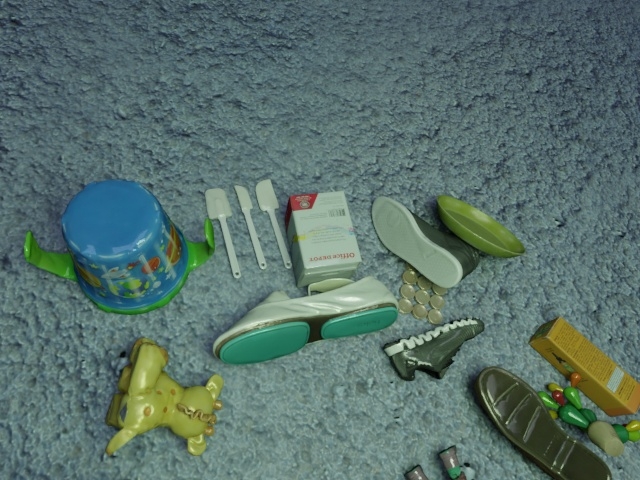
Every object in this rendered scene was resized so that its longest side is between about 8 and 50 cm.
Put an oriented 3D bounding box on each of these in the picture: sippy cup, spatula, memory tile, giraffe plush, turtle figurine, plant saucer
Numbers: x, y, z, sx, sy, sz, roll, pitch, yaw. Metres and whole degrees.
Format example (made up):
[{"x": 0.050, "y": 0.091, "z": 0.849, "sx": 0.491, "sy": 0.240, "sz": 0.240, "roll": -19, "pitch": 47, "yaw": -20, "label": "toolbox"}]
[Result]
[{"x": -0.382, "y": 0.003, "z": 0.875, "sx": 0.305, "sy": 0.224, "sz": 0.240, "roll": -40, "pitch": 77, "yaw": -24, "label": "sippy cup"}, {"x": -0.167, "y": -0.030, "z": 1.050, "sx": 0.168, "sy": 0.019, "sz": 0.242, "roll": -10, "pitch": 68, "yaw": -21, "label": "spatula"}, {"x": 0.242, "y": 0.117, "z": 1.056, "sx": 0.113, "sy": 0.012, "sz": 0.148, "roll": 18, "pitch": 63, "yaw": -1, "label": "memory tile"}, {"x": -0.268, "y": 0.288, "z": 0.803, "sx": 0.170, "sy": 0.210, "sz": 0.182, "roll": 23, "pitch": 93, "yaw": -25, "label": "giraffe plush"}, {"x": 0.263, "y": 0.515, "z": 0.818, "sx": 0.175, "sy": 0.118, "sz": 0.234, "roll": -20, "pitch": 64, "yaw": -19, "label": "turtle figurine"}, {"x": 0.376, "y": -0.028, "z": 1.078, "sx": 0.240, "sy": 0.037, "sz": 0.241, "roll": 23, "pitch": 26, "yaw": -12, "label": "plant saucer"}]

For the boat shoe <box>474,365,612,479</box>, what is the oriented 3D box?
[{"x": 0.425, "y": 0.390, "z": 0.913, "sx": 0.110, "sy": 0.104, "sz": 0.307, "roll": -39, "pitch": 78, "yaw": -15, "label": "boat shoe"}]

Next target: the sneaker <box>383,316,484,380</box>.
[{"x": 0.258, "y": 0.240, "z": 0.968, "sx": 0.234, "sy": 0.078, "sz": 0.106, "roll": -15, "pitch": 71, "yaw": -13, "label": "sneaker"}]

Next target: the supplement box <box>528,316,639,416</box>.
[{"x": 0.596, "y": 0.282, "z": 1.008, "sx": 0.233, "sy": 0.078, "sz": 0.080, "roll": 42, "pitch": 64, "yaw": 9, "label": "supplement box"}]

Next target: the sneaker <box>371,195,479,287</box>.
[{"x": 0.252, "y": -0.004, "z": 1.078, "sx": 0.146, "sy": 0.105, "sz": 0.296, "roll": -6, "pitch": 42, "yaw": -44, "label": "sneaker"}]

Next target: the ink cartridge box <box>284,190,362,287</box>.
[{"x": 0.000, "y": 0.000, "z": 1.002, "sx": 0.128, "sy": 0.127, "sz": 0.176, "roll": -6, "pitch": 65, "yaw": -14, "label": "ink cartridge box"}]

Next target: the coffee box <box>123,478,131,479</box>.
[{"x": -0.279, "y": 0.569, "z": 0.561, "sx": 0.337, "sy": 0.334, "sz": 0.338, "roll": 36, "pitch": 64, "yaw": 7, "label": "coffee box"}]

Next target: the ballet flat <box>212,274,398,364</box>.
[{"x": -0.031, "y": 0.154, "z": 0.938, "sx": 0.399, "sy": 0.139, "sz": 0.139, "roll": -10, "pitch": 67, "yaw": -19, "label": "ballet flat"}]

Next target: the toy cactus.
[{"x": 0.561, "y": 0.366, "z": 0.910, "sx": 0.218, "sy": 0.180, "sz": 0.112, "roll": 32, "pitch": 100, "yaw": 4, "label": "toy cactus"}]
